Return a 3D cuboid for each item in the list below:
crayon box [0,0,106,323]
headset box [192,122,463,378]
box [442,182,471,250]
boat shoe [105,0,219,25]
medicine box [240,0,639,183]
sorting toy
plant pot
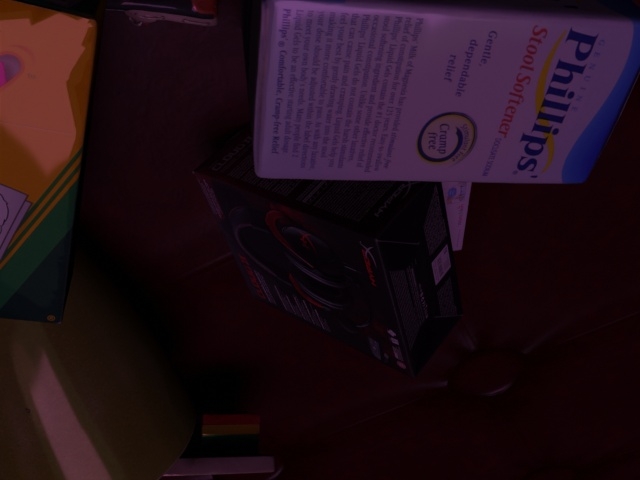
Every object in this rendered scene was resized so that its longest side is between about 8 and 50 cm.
[{"bbox_3d":[-0.390,-0.093,0.552,0.362,0.106,0.313,8,124,-18],"label":"crayon box"},{"bbox_3d":[0.000,0.000,0.741,0.110,0.293,0.218,-45,138,-27],"label":"headset box"},{"bbox_3d":[0.114,-0.090,0.768,0.103,0.114,0.203,-7,133,-4],"label":"box"},{"bbox_3d":[-0.168,-0.231,0.637,0.136,0.049,0.043,-6,134,-12],"label":"boat shoe"},{"bbox_3d":[0.079,-0.186,0.573,0.289,0.264,0.149,0,132,-10],"label":"medicine box"},{"bbox_3d":[-0.231,0.317,1.026,0.255,0.090,0.257,6,163,-21],"label":"sorting toy"},{"bbox_3d":[-0.333,0.150,0.829,0.274,0.275,0.294,-12,117,1],"label":"plant pot"}]
